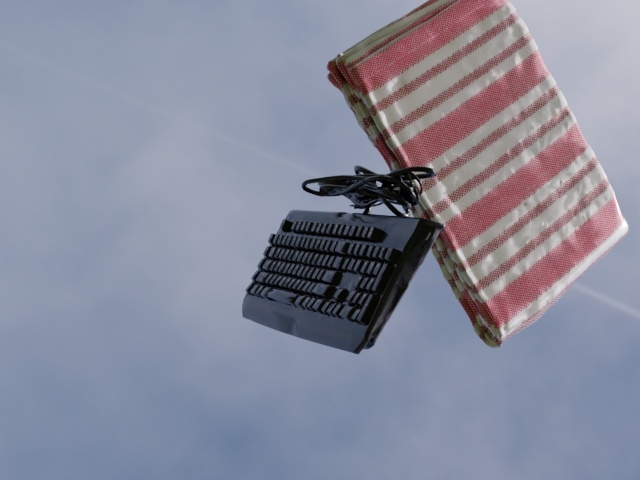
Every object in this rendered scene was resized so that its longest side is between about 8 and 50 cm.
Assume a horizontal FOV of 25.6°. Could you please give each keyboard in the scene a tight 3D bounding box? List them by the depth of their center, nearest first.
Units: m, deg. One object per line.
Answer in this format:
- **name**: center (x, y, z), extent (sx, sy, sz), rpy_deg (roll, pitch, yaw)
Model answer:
- **keyboard**: center (0.000, 0.000, 0.729), extent (0.038, 0.192, 0.100), rpy_deg (34, -100, -19)

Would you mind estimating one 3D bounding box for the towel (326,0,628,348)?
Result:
- **towel**: center (0.100, -0.052, 0.855), extent (0.144, 0.029, 0.197), rpy_deg (-35, -81, -33)
